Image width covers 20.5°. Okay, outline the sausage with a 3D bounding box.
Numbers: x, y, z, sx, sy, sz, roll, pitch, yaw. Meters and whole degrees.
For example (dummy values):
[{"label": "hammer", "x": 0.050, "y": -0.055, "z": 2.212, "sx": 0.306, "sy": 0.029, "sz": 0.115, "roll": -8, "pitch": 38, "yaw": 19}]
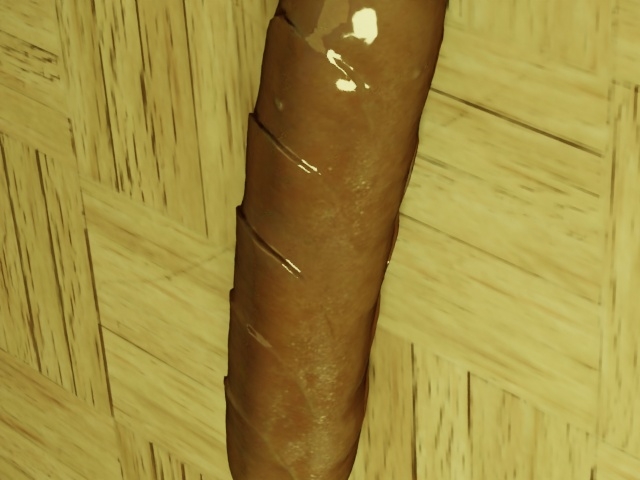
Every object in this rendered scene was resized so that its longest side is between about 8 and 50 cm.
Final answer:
[{"label": "sausage", "x": -0.001, "y": 0.001, "z": 0.891, "sx": 0.088, "sy": 0.088, "sz": 0.433, "roll": 37, "pitch": 139, "yaw": 27}]
